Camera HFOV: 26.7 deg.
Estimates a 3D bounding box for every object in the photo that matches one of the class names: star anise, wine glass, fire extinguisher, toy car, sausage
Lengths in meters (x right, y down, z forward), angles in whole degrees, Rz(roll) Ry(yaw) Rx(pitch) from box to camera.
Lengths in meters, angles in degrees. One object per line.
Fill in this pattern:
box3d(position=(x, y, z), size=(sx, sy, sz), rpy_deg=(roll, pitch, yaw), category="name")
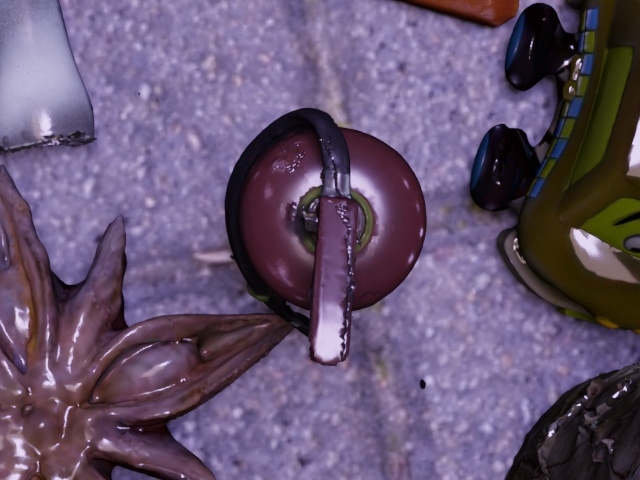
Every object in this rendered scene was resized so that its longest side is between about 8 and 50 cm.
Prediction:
box3d(position=(-0.170, 0.126, 0.875), size=(0.349, 0.109, 0.292), rpy_deg=(25, 89, 0), category="star anise")
box3d(position=(-0.191, -0.138, 0.886), size=(0.072, 0.072, 0.155), rpy_deg=(-9, 90, -1), category="wine glass")
box3d(position=(0.000, 0.000, 0.759), size=(0.105, 0.341, 0.141), rpy_deg=(-4, 93, -1), category="fire extinguisher")
box3d(position=(0.215, -0.062, 0.835), size=(0.204, 0.198, 0.248), rpy_deg=(15, 93, -3), category="toy car")
box3d(position=(0.071, -0.177, 0.907), size=(0.131, 0.041, 0.039), rpy_deg=(17, 86, -2), category="sausage")

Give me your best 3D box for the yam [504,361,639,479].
box3d(position=(0.236, 0.186, 0.792), size=(0.241, 0.348, 0.241), rpy_deg=(1, 79, -3), category="yam")
